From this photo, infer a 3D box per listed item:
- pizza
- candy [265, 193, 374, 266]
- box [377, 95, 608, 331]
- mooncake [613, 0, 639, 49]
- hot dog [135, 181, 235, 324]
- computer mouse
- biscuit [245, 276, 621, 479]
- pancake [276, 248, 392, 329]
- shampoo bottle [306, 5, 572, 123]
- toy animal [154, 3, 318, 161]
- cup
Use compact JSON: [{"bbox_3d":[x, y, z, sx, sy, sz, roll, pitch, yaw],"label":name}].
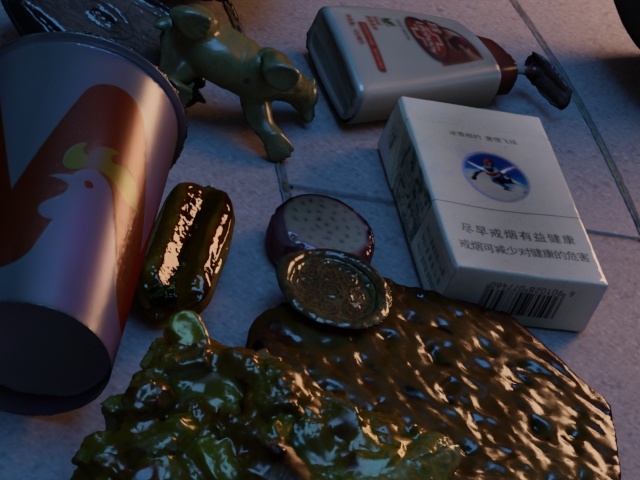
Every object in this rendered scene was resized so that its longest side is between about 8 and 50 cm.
[{"bbox_3d":[-0.056,0.192,1.414,0.268,0.087,0.258,24,50,8],"label":"pizza"},{"bbox_3d":[0.000,0.000,1.748,0.103,0.043,0.103,15,37,-11],"label":"candy"},{"bbox_3d":[0.165,-0.028,1.848,0.164,0.069,0.256,7,40,-20],"label":"box"},{"bbox_3d":[0.498,-0.274,2.150,0.306,0.306,0.154,3,46,-25],"label":"mooncake"},{"bbox_3d":[-0.120,0.013,1.661,0.072,0.055,0.188,18,37,-1],"label":"hot dog"},{"bbox_3d":[-0.214,-0.197,1.861,0.231,0.071,0.126,31,49,-9],"label":"computer mouse"},{"bbox_3d":[0.095,0.158,1.601,0.359,0.046,0.359,14,38,-11],"label":"biscuit"},{"bbox_3d":[0.013,0.042,1.661,0.115,0.011,0.115,14,37,-11],"label":"pancake"},{"bbox_3d":[0.133,-0.185,2.021,0.284,0.071,0.153,-1,45,-26],"label":"shampoo bottle"},{"bbox_3d":[-0.077,-0.166,1.844,0.219,0.103,0.101,26,26,-25],"label":"toy animal"},{"bbox_3d":[-0.218,-0.009,1.544,0.203,0.203,0.288,15,45,-11],"label":"cup"}]
